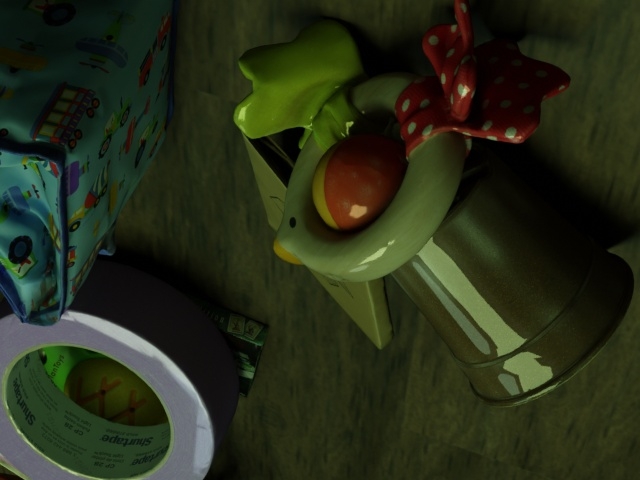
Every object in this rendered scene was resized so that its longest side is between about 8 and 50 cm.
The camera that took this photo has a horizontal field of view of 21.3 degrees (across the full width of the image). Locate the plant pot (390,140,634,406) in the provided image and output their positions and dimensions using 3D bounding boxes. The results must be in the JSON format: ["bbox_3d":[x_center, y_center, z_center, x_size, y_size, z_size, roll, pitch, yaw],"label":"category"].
[{"bbox_3d":[0.136,0.019,1.367,0.165,0.167,0.167,46,144,-21],"label":"plant pot"}]

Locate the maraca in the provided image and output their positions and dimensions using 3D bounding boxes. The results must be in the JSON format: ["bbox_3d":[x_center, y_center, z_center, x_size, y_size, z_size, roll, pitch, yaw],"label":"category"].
[{"bbox_3d":[-0.244,0.176,1.924,0.186,0.099,0.127,31,116,4],"label":"maraca"}]

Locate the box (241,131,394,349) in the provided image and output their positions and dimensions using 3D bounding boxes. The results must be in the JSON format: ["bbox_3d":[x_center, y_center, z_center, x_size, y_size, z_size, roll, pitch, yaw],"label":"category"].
[{"bbox_3d":[0.000,0.000,1.436,0.164,0.021,0.201,49,171,19],"label":"box"}]

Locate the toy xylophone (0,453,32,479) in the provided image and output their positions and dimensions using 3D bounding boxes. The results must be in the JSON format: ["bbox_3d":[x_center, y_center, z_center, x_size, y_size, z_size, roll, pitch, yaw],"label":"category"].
[{"bbox_3d":[-0.389,0.209,2.019,0.236,0.081,0.323,40,167,-31],"label":"toy xylophone"}]

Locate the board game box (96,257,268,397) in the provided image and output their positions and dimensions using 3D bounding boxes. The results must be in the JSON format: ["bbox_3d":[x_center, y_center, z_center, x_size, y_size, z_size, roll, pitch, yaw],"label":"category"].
[{"bbox_3d":[-0.186,0.083,1.808,0.260,0.030,0.136,22,152,2],"label":"board game box"}]

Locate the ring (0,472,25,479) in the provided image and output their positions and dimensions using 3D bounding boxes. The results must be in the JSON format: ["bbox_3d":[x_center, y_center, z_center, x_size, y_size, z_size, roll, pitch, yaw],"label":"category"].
[{"bbox_3d":[-0.275,0.319,2.043,0.337,0.032,0.336,16,175,1],"label":"ring"}]

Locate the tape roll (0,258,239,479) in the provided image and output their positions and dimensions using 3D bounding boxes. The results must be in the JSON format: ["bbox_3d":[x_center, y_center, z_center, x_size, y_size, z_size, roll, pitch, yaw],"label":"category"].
[{"bbox_3d":[-0.228,0.154,1.774,0.275,0.090,0.274,9,127,12],"label":"tape roll"}]

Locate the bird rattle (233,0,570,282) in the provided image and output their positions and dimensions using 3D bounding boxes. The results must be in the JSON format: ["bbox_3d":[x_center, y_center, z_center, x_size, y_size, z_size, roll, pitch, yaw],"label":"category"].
[{"bbox_3d":[0.055,-0.065,1.256,0.254,0.206,0.143,8,166,42],"label":"bird rattle"}]

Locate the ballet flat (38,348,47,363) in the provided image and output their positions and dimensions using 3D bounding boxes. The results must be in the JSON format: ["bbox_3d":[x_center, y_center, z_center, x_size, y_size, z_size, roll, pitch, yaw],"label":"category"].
[{"bbox_3d":[-0.296,0.168,1.996,0.052,0.057,0.168,-9,138,26],"label":"ballet flat"}]

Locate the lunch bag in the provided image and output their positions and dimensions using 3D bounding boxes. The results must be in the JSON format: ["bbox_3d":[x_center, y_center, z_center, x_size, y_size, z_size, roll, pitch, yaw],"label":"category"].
[{"bbox_3d":[-0.194,-0.076,1.370,0.138,0.221,0.293,15,149,14],"label":"lunch bag"}]
